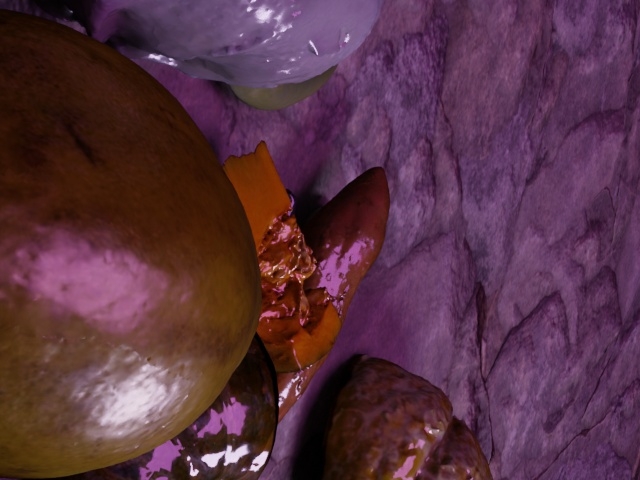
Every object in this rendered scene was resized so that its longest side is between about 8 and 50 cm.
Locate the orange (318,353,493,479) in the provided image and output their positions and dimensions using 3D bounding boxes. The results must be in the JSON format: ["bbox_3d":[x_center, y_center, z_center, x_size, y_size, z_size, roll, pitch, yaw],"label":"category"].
[{"bbox_3d":[0.107,0.339,2.077,0.271,0.210,0.369,-40,137,-51],"label":"orange"}]

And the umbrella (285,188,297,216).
[{"bbox_3d":[-0.054,0.008,1.825,0.036,0.031,0.133,25,81,-61],"label":"umbrella"}]

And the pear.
[{"bbox_3d":[-0.228,0.008,1.213,0.413,0.352,0.352,24,81,-51],"label":"pear"}]

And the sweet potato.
[{"bbox_3d":[-0.010,0.059,1.847,0.355,0.095,0.106,-63,174,-11],"label":"sweet potato"}]

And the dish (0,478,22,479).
[{"bbox_3d":[-0.307,0.241,1.260,0.324,0.324,0.124,-5,76,-60],"label":"dish"}]

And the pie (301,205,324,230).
[{"bbox_3d":[0.001,-0.002,1.925,0.084,0.021,0.084,-34,132,-51],"label":"pie"}]

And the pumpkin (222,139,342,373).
[{"bbox_3d":[-0.084,0.024,1.700,0.131,0.126,0.248,-45,122,-52],"label":"pumpkin"}]

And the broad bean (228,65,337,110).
[{"bbox_3d":[-0.042,-0.218,1.692,0.169,0.100,0.228,-61,161,-11],"label":"broad bean"}]

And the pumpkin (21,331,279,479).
[{"bbox_3d":[-0.199,0.196,1.508,0.232,0.242,0.325,8,105,-35],"label":"pumpkin"}]

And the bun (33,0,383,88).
[{"bbox_3d":[-0.120,-0.244,1.334,0.354,0.354,0.194,-10,133,-59],"label":"bun"}]
